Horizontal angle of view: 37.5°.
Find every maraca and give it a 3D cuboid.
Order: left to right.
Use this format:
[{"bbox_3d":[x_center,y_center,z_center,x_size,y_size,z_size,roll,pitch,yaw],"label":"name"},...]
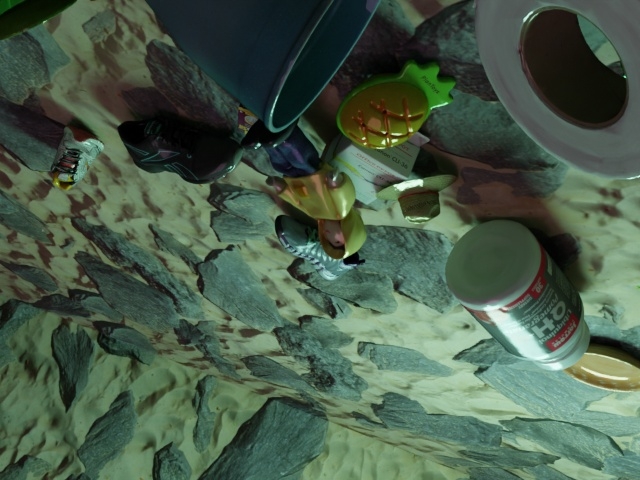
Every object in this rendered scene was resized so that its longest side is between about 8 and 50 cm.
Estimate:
[{"bbox_3d":[0.109,-0.200,1.383,0.185,0.099,0.127,-29,139,30],"label":"maraca"}]

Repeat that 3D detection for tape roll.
[{"bbox_3d":[0.303,-0.211,1.027,0.286,0.100,0.286,44,158,23],"label":"tape roll"}]

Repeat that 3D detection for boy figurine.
[{"bbox_3d":[-0.019,-0.086,1.578,0.177,0.092,0.285,3,138,44],"label":"boy figurine"}]

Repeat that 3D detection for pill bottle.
[{"bbox_3d":[0.375,0.113,1.730,0.176,0.176,0.318,0,149,40],"label":"pill bottle"}]

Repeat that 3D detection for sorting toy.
[{"bbox_3d":[-0.405,-0.371,1.319,0.365,0.127,0.126,-19,116,14],"label":"sorting toy"}]

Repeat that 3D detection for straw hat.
[{"bbox_3d":[0.167,-0.061,1.583,0.144,0.061,0.144,-12,169,-2],"label":"straw hat"}]

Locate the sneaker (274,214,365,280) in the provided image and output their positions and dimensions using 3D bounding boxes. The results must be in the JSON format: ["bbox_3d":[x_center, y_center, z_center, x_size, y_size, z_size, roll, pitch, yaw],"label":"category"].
[{"bbox_3d":[0.000,0.000,1.955,0.098,0.083,0.223,-21,142,28],"label":"sneaker"}]

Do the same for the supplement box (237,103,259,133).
[{"bbox_3d":[-0.109,-0.213,1.594,0.055,0.043,0.083,19,157,2],"label":"supplement box"}]

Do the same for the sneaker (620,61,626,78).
[{"bbox_3d":[0.426,-0.205,1.115,0.123,0.109,0.295,23,158,35],"label":"sneaker"}]

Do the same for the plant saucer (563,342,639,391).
[{"bbox_3d":[0.618,0.273,2.047,0.200,0.037,0.200,17,156,8],"label":"plant saucer"}]

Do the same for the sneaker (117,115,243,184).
[{"bbox_3d":[-0.267,-0.172,1.748,0.267,0.101,0.106,5,150,32],"label":"sneaker"}]

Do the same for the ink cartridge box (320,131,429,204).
[{"bbox_3d":[0.083,-0.138,1.564,0.115,0.067,0.198,28,156,-14],"label":"ink cartridge box"}]

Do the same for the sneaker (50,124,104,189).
[{"bbox_3d":[-0.513,-0.167,1.972,0.088,0.093,0.225,25,156,-10],"label":"sneaker"}]

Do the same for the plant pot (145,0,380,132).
[{"bbox_3d":[-0.083,-0.310,1.117,0.255,0.271,0.271,35,157,5],"label":"plant pot"}]

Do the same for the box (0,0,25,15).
[{"bbox_3d":[-0.597,-0.426,1.439,0.231,0.127,0.262,-3,147,45],"label":"box"}]
